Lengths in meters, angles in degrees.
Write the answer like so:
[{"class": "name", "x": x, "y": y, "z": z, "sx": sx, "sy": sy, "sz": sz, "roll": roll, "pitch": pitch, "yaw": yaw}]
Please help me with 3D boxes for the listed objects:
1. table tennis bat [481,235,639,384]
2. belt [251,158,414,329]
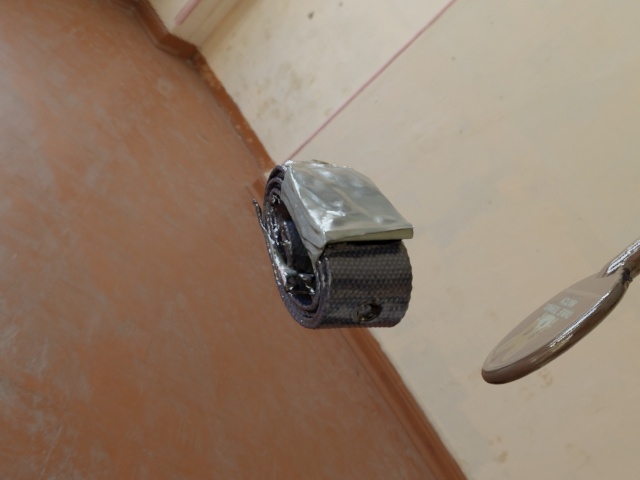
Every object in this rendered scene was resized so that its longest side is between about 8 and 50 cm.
[{"class": "table tennis bat", "x": 0.204, "y": 0.076, "z": 0.352, "sx": 0.119, "sy": 0.170, "sz": 0.107, "roll": 50, "pitch": 5, "yaw": 8}, {"class": "belt", "x": 0.000, "y": 0.000, "z": 0.604, "sx": 0.126, "sy": 0.139, "sz": 0.230, "roll": 2, "pitch": 34, "yaw": -23}]
